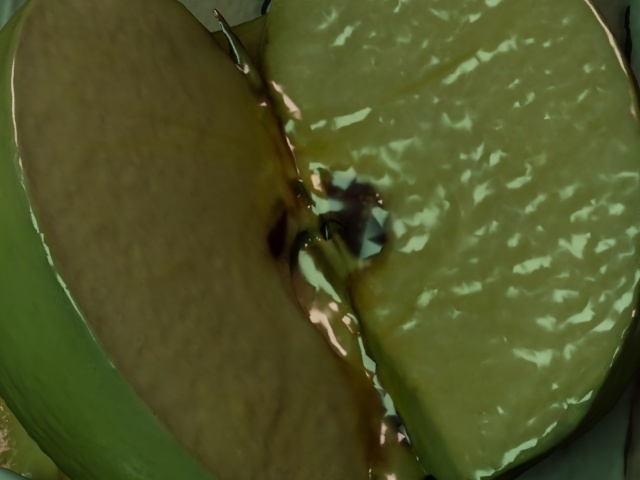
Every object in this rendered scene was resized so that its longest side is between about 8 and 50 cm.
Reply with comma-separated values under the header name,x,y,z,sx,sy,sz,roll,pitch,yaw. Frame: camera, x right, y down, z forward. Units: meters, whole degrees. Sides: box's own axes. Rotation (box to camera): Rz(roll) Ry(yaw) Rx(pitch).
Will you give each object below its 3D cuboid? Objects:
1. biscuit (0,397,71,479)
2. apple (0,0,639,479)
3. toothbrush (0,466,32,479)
name,x,y,z,sx,sy,sz,roll,pitch,yaw
biscuit,-0.186,0.144,0.999,0.296,0.102,0.296,-18,62,38
apple,-0.009,0.008,0.850,0.295,0.233,0.258,-19,76,-17
toothbrush,-0.067,0.139,0.828,0.257,0.024,0.018,16,88,44
